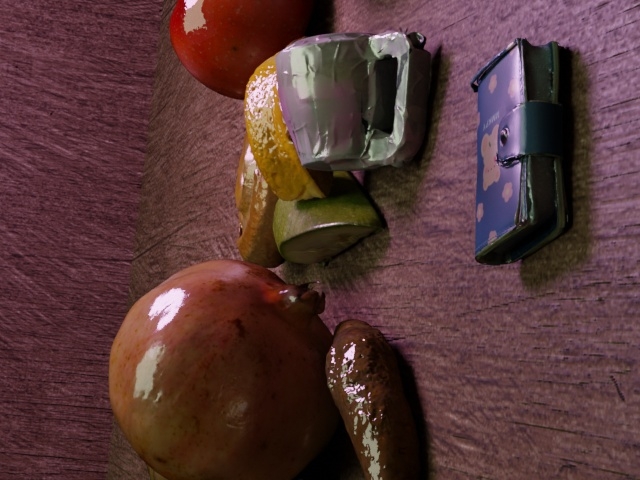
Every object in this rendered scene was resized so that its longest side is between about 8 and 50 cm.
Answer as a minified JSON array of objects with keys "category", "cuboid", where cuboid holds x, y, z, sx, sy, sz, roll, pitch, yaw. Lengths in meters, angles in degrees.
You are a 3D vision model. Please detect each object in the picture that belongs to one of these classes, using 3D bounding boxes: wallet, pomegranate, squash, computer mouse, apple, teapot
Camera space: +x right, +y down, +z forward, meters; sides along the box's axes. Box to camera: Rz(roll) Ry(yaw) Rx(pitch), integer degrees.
[{"category":"wallet","cuboid":[0.193,-0.090,1.391,0.141,0.059,0.202,141,135,-64]},{"category":"pomegranate","cuboid":[-0.114,0.167,1.866,0.338,0.338,0.338,-172,90,-73]},{"category":"squash","cuboid":[0.000,0.000,1.932,0.252,0.093,0.169,-120,42,-64]},{"category":"computer mouse","cuboid":[-0.023,0.356,1.905,0.192,0.062,0.106,-131,51,-67]},{"category":"apple","cuboid":[-0.124,-0.360,2.264,0.260,0.216,0.260,-158,90,-84]},{"category":"teapot","cuboid":[0.056,-0.172,1.797,0.163,0.221,0.178,-1,-94,-67]}]

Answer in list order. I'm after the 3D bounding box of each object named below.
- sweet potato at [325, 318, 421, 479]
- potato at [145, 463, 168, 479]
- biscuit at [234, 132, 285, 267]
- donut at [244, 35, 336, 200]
[{"category":"sweet potato","cuboid":[0.053,0.175,1.682,0.341,0.092,0.114,-105,12,-54]},{"category":"potato","cuboid":[-0.188,0.311,2.214,0.218,0.202,0.351,-55,21,33]},{"category":"biscuit","cuboid":[-0.077,-0.103,2.179,0.296,0.102,0.296,-169,90,-83]},{"category":"donut","cuboid":[-0.038,-0.187,1.944,0.101,0.152,0.259,-15,43,29]}]
